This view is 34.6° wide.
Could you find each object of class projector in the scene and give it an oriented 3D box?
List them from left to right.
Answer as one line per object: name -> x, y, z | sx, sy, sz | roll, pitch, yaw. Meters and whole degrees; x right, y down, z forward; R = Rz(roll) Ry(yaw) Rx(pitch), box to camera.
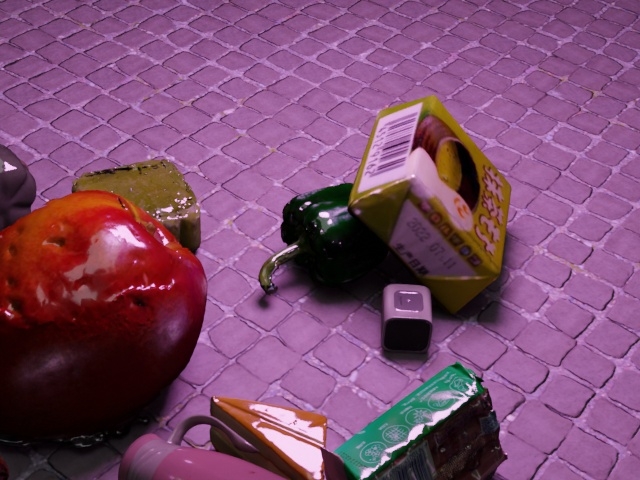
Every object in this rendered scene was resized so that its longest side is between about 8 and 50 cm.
projector -> 0.144, 0.131, 1.725 | 0.083, 0.083, 0.082 | 3, 41, 0

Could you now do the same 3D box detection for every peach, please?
peach -> -0.391, 0.120, 1.576 | 0.416, 0.353, 0.339 | -45, 40, 8

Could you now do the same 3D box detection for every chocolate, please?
chocolate -> 0.207, -0.074, 1.812 | 0.137, 0.289, 0.301 | -27, 28, 34

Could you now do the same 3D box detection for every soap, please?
soap -> 0.136, 0.306, 1.439 | 0.273, 0.217, 0.098 | -32, 36, -29

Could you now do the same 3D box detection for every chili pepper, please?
chili pepper -> 0.000, 0.000, 1.811 | 0.261, 0.165, 0.174 | -24, 59, -30

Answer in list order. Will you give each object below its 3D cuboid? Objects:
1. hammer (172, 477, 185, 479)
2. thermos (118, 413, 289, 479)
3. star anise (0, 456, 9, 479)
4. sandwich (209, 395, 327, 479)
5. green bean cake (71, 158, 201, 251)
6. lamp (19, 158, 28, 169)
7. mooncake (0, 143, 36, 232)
hammer -> -0.215, 0.406, 1.339 | 0.062, 0.013, 0.198 | 14, 83, 22
thermos -> -0.150, 0.343, 1.415 | 0.265, 0.146, 0.176 | 21, 65, 31
star anise -> -0.484, 0.383, 1.361 | 0.190, 0.125, 0.220 | -29, 47, -17
sandwich -> -0.082, 0.319, 1.465 | 0.187, 0.117, 0.144 | 9, 38, 4
green bean cake -> -0.335, -0.049, 1.877 | 0.214, 0.113, 0.200 | -16, 44, -22
lamp -> -0.667, -0.185, 2.010 | 0.215, 0.121, 0.121 | 39, 51, 23
mooncake -> -0.599, -0.085, 1.859 | 0.168, 0.175, 0.104 | -47, 60, 3
